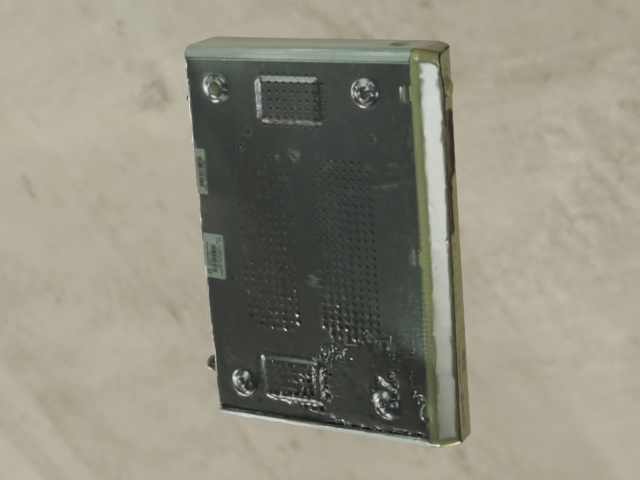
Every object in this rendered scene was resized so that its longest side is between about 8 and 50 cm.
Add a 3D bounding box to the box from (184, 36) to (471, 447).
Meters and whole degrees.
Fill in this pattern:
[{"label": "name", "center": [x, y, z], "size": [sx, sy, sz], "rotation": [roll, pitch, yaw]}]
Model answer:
[{"label": "box", "center": [0.000, 0.000, 1.039], "size": [0.211, 0.045, 0.270], "rotation": [7, 109, 30]}]
